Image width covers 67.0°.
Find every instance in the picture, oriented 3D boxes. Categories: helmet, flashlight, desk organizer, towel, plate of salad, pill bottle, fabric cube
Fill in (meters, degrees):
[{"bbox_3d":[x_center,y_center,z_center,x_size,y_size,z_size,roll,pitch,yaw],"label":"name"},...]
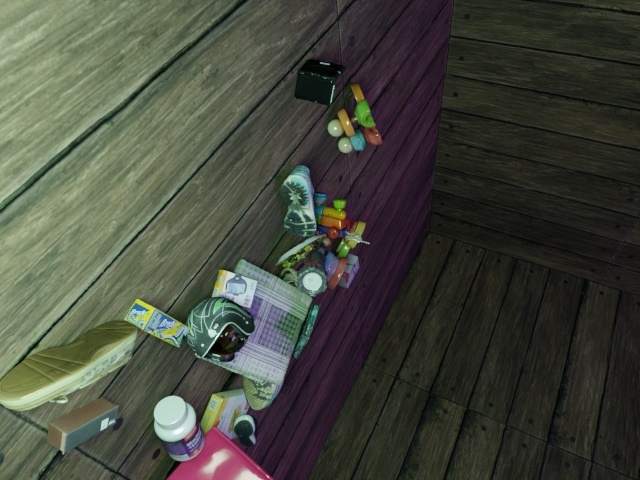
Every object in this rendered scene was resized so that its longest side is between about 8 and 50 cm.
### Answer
[{"bbox_3d":[-0.269,0.227,1.254,0.162,0.169,0.169,22,86,-34],"label":"helmet"},{"bbox_3d":[-0.027,0.096,1.658,0.304,0.103,0.103,-96,180,-77],"label":"flashlight"},{"bbox_3d":[-0.488,0.377,0.998,0.130,0.050,0.047,-16,122,-65],"label":"desk organizer"},{"bbox_3d":[-0.188,0.255,1.465,0.324,0.056,0.312,35,68,-38],"label":"towel"},{"bbox_3d":[-0.066,0.041,1.619,0.200,0.048,0.200,-32,178,-2],"label":"plate of salad"},{"bbox_3d":[-0.378,0.497,1.288,0.108,0.108,0.193,-53,153,-39],"label":"pill bottle"},{"bbox_3d":[-0.289,0.739,1.402,0.258,0.254,0.259,-47,160,-22],"label":"fabric cube"}]

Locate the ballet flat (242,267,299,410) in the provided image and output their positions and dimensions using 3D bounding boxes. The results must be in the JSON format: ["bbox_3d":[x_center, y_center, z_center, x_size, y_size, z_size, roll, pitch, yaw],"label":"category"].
[{"bbox_3d":[-0.174,0.305,1.615,0.182,0.164,0.482,46,58,-42],"label":"ballet flat"}]

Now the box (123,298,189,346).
[{"bbox_3d":[-0.372,0.193,1.115,0.054,0.059,0.169,-62,157,-18],"label":"box"}]

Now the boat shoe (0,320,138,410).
[{"bbox_3d":[-0.451,0.243,0.900,0.285,0.105,0.089,-27,130,-62],"label":"boat shoe"}]

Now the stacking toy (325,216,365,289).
[{"bbox_3d":[0.049,0.046,2.040,0.308,0.130,0.279,-64,-176,-12],"label":"stacking toy"}]

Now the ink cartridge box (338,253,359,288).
[{"bbox_3d":[0.132,0.145,2.322,0.135,0.056,0.099,-59,155,-27],"label":"ink cartridge box"}]

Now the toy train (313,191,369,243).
[{"bbox_3d":[0.071,-0.084,1.722,0.105,0.248,0.143,-31,131,-59],"label":"toy train"}]

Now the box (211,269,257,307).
[{"bbox_3d":[-0.234,0.139,1.362,0.136,0.028,0.081,23,76,-39],"label":"box"}]

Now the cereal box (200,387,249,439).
[{"bbox_3d":[-0.314,0.584,1.603,0.172,0.047,0.240,-69,159,-4],"label":"cereal box"}]

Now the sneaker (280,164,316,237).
[{"bbox_3d":[-0.054,-0.122,1.577,0.283,0.110,0.122,91,14,-51],"label":"sneaker"}]

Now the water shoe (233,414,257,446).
[{"bbox_3d":[-0.254,0.631,1.660,0.080,0.073,0.203,-81,178,-45],"label":"water shoe"}]

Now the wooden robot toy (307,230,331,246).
[{"bbox_3d":[0.000,0.000,1.844,0.173,0.079,0.076,-59,156,-31],"label":"wooden robot toy"}]

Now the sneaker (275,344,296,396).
[{"bbox_3d":[-0.144,0.448,1.829,0.169,0.108,0.292,-16,121,-61],"label":"sneaker"}]

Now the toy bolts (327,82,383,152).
[{"bbox_3d":[0.109,-0.425,1.753,0.228,0.159,0.218,54,17,-54],"label":"toy bolts"}]

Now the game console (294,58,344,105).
[{"bbox_3d":[-0.003,-0.457,1.393,0.107,0.122,0.071,-58,156,-33],"label":"game console"}]

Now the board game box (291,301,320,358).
[{"bbox_3d":[-0.049,0.295,1.571,0.186,0.026,0.126,113,-3,-54],"label":"board game box"}]
